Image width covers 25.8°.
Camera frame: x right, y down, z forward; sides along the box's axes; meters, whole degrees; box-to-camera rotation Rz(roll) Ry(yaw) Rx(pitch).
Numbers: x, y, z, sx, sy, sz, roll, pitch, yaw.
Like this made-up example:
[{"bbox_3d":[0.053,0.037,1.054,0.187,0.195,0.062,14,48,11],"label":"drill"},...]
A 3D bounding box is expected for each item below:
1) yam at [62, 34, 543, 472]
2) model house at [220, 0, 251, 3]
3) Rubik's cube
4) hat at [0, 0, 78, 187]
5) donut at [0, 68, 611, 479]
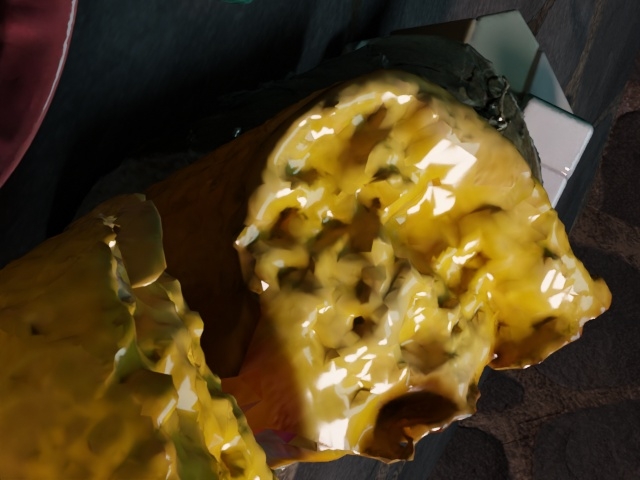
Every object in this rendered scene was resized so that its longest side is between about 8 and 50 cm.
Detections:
[{"bbox_3d":[0.000,0.000,0.934,0.348,0.241,0.241,-31,143,-59],"label":"yam"},{"bbox_3d":[0.078,-0.244,0.795,0.261,0.241,0.226,-57,160,-31],"label":"model house"},{"bbox_3d":[0.098,-0.069,1.181,0.265,0.224,0.213,-58,179,-34],"label":"Rubik's cube"},{"bbox_3d":[-0.162,-0.088,0.509,0.205,0.089,0.205,19,90,-76],"label":"hat"},{"bbox_3d":[-0.102,0.082,0.575,0.377,0.163,0.435,-26,-172,26],"label":"donut"}]
